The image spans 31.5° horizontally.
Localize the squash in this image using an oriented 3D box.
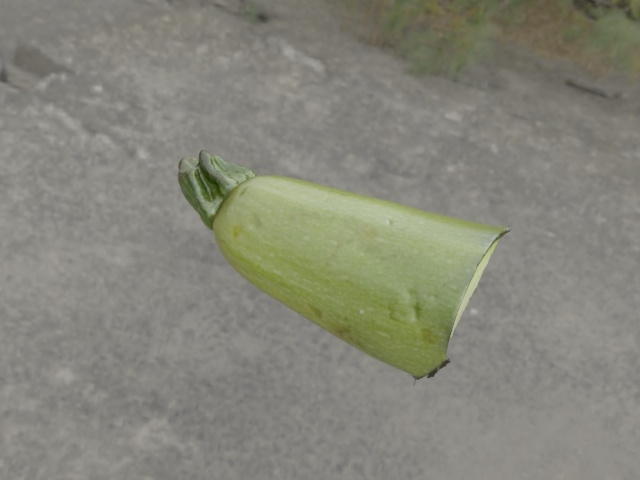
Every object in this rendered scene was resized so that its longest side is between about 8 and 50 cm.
[{"bbox_3d":[-0.001,0.015,0.907,0.287,0.137,0.137,17,23,24],"label":"squash"}]
